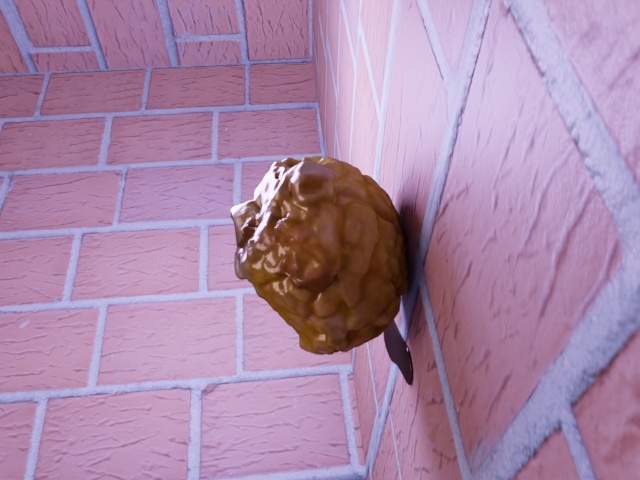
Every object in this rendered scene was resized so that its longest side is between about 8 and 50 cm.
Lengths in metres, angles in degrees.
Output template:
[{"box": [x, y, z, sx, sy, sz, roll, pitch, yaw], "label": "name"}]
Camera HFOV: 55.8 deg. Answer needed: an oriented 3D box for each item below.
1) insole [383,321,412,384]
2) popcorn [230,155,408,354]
[{"box": [0.169, 0.236, 1.358, 0.328, 0.007, 0.111, -117, 22, -81], "label": "insole"}, {"box": [0.015, 0.013, 1.192, 0.390, 0.354, 0.344, 46, 147, 2], "label": "popcorn"}]
